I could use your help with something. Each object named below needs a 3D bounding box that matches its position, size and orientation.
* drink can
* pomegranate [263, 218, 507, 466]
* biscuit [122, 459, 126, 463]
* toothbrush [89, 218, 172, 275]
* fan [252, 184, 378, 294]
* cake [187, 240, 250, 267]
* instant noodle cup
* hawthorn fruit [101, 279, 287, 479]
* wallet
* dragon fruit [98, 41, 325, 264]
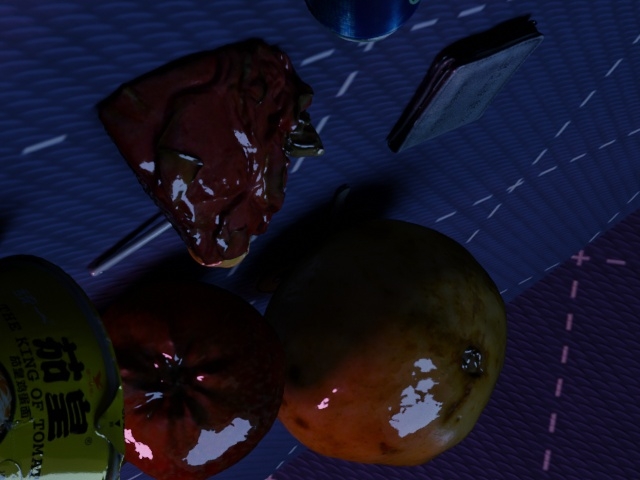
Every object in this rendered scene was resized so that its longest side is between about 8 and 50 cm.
[{"bbox_3d":[0.038,-0.262,1.209,0.118,0.118,0.205,-32,165,-10],"label":"drink can"},{"bbox_3d":[0.075,0.144,2.045,0.410,0.410,0.410,-31,164,-10],"label":"pomegranate"},{"bbox_3d":[-0.397,0.345,2.090,0.220,0.066,0.220,-18,172,-3],"label":"biscuit"},{"bbox_3d":[-0.154,-0.048,1.614,0.304,0.030,0.030,-35,164,10],"label":"toothbrush"},{"bbox_3d":[0.001,0.001,2.071,0.230,0.011,0.335,-28,163,-22],"label":"fan"},{"bbox_3d":[-0.126,-0.007,1.680,0.044,0.084,0.084,-8,149,-52],"label":"cake"},{"bbox_3d":[-0.386,0.174,1.326,0.254,0.325,0.325,1,143,-48],"label":"instant noodle cup"},{"bbox_3d":[-0.172,0.178,1.813,0.275,0.275,0.300,-41,173,20],"label":"hawthorn fruit"},{"bbox_3d":[0.191,-0.203,1.820,0.167,0.036,0.222,-24,161,-32],"label":"wallet"},{"bbox_3d":[-0.080,-0.083,1.430,0.205,0.152,0.317,-35,164,-2],"label":"dragon fruit"}]
